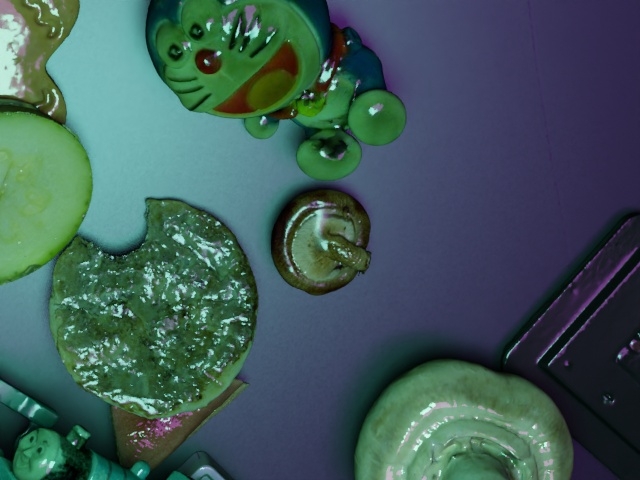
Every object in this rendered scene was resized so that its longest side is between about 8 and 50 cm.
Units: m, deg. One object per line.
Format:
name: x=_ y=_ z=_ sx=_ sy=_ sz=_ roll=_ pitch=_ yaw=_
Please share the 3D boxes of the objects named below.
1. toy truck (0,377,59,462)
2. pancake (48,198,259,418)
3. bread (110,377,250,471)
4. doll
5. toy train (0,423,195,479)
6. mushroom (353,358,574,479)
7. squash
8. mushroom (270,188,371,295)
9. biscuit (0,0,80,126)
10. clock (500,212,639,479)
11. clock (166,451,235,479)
toy truck: x=-0.474 y=0.146 z=1.685 sx=0.363 sy=0.176 sz=0.178 roll=45 pitch=81 yaw=-18
pancake: x=-0.187 y=0.081 z=1.751 sx=0.253 sy=0.037 sz=0.254 roll=2 pitch=79 yaw=-12
bread: x=-0.189 y=0.194 z=1.800 sx=0.192 sy=0.067 sz=0.119 roll=-41 pitch=108 yaw=0
doll: x=-0.062 y=-0.209 z=1.684 sx=0.198 sy=0.186 sz=0.322 roll=-33 pitch=129 yaw=28
toy train: x=-0.241 y=0.314 z=1.694 sx=0.298 sy=0.120 sz=0.194 roll=37 pitch=92 yaw=-37
mushroom: x=0.172 y=0.265 z=1.805 sx=0.260 sy=0.234 sz=0.254 roll=-37 pitch=103 yaw=-2
squash: x=-0.355 y=-0.049 z=1.689 sx=0.219 sy=0.041 sz=0.219 roll=-13 pitch=121 yaw=-22
mushroom: x=0.000 y=0.000 z=1.787 sx=0.127 sy=0.087 sz=0.127 roll=-3 pitch=102 yaw=-16
biscuit: x=-0.420 y=-0.168 z=1.682 sx=0.275 sy=0.052 sz=0.355 roll=34 pitch=92 yaw=-16
clock: x=0.400 y=0.141 z=1.923 sx=0.279 sy=0.049 sz=0.273 roll=40 pitch=92 yaw=-16
clock: x=-0.128 y=0.372 z=1.853 sx=0.150 sy=0.063 sz=0.197 roll=-44 pitch=106 yaw=0
